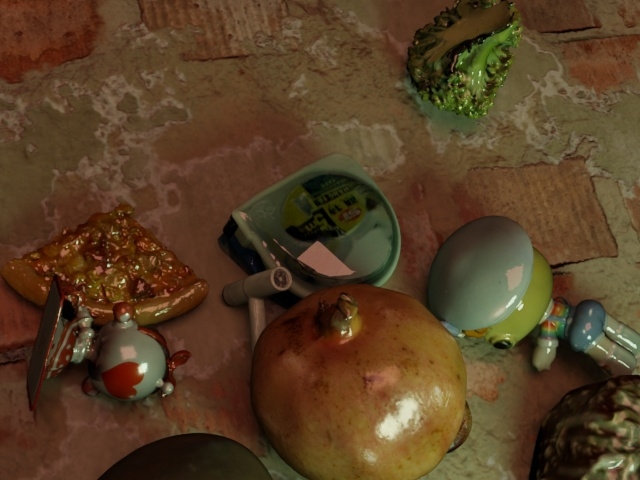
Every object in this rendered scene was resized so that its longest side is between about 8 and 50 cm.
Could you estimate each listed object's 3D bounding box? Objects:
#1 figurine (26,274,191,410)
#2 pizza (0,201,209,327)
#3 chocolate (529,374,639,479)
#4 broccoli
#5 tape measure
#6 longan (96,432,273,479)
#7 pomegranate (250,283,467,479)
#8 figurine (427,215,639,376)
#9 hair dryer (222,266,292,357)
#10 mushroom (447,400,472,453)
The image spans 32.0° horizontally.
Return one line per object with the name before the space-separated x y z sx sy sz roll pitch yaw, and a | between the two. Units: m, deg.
figurine | -0.317 0.176 1.721 0.226 0.160 0.183 14 98 -19
pizza | -0.348 0.035 1.834 0.336 0.086 0.226 7 65 -8
chocolate | 0.477 0.364 1.787 0.225 0.210 0.340 22 62 -4
broccoli | 0.307 -0.343 2.093 0.180 0.273 0.242 35 58 -33
tape measure | -0.001 -0.002 1.900 0.259 0.138 0.262 -32 75 -23
longan | -0.199 0.418 1.598 0.300 0.243 0.300 0 98 3
pomegranate | 0.049 0.208 1.685 0.338 0.338 0.338 5 64 -10
figurine | 0.380 0.093 1.907 0.382 0.205 0.224 17 56 -7
hair dryer | -0.090 0.144 1.817 0.044 0.155 0.183 -8 81 -36
mushroom | 0.186 0.293 1.825 0.127 0.087 0.127 4 61 -7
